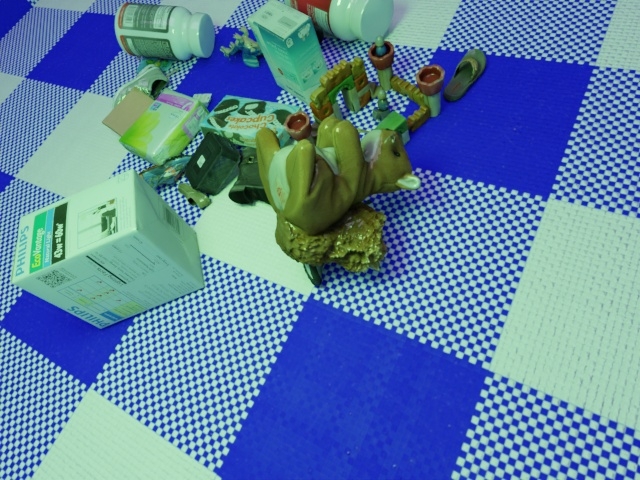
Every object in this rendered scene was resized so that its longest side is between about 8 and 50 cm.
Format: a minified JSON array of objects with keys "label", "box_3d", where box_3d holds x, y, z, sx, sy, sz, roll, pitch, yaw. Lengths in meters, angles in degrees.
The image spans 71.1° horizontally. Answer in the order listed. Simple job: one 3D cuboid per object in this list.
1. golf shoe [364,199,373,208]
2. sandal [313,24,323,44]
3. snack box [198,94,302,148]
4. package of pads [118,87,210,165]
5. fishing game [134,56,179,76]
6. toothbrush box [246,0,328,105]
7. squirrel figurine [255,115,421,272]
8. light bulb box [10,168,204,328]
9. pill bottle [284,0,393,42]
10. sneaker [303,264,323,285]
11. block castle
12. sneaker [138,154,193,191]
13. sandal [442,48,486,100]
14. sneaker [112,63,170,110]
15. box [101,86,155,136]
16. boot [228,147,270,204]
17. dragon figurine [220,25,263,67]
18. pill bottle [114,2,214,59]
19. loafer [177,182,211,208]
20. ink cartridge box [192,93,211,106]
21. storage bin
[{"label":"golf shoe","box_3d":[0.129,-0.020,1.279,0.093,0.077,0.198,19,73,10]},{"label":"sandal","box_3d":[-0.100,-0.773,1.756,0.254,0.097,0.055,1,61,30]},{"label":"snack box","box_3d":[-0.242,-0.414,1.569,0.321,0.060,0.187,16,57,23]},{"label":"package of pads","box_3d":[-0.589,-0.429,1.714,0.229,0.101,0.297,26,73,30]},{"label":"fishing game","box_3d":[-0.744,-0.791,2.001,0.189,0.041,0.264,-30,57,-3]},{"label":"toothbrush box","box_3d":[-0.098,-0.647,1.560,0.126,0.295,0.216,-43,59,-7]},{"label":"squirrel figurine","box_3d":[0.064,-0.119,1.164,0.370,0.397,0.281,-12,16,-27]},{"label":"light bulb box","box_3d":[-0.593,0.041,1.301,0.360,0.358,0.225,-22,56,4]},{"label":"pill bottle","box_3d":[0.066,-0.896,1.685,0.229,0.229,0.407,-45,59,-9]},{"label":"sneaker","box_3d":[0.000,0.000,1.288,0.107,0.100,0.272,-3,61,10]},{"label":"block castle","box_3d":[0.135,-0.412,1.403,0.453,0.213,0.303,-42,58,-7]},{"label":"sneaker","box_3d":[-0.538,-0.247,1.615,0.221,0.087,0.083,-27,27,-14]},{"label":"sandal","box_3d":[0.469,-0.550,1.461,0.090,0.060,0.219,31,75,29]},{"label":"sneaker","box_3d":[-0.748,-0.608,1.863,0.115,0.105,0.281,35,83,17]},{"label":"box","box_3d":[-0.741,-0.497,1.797,0.164,0.021,0.201,36,75,-4]},{"label":"boot","box_3d":[-0.175,-0.228,1.479,0.262,0.091,0.229,4,55,12]},{"label":"dragon figurine","box_3d":[-0.270,-0.758,1.801,0.289,0.144,0.085,24,68,7]},{"label":"pill bottle","box_3d":[-0.651,-0.879,1.897,0.362,0.210,0.210,9,64,7]},{"label":"loafer","box_3d":[-0.443,-0.153,1.538,0.148,0.056,0.050,24,66,28]},{"label":"ink cartridge box","box_3d":[-0.470,-0.558,1.788,0.083,0.028,0.048,5,64,21]},{"label":"storage bin","box_3d":[-0.368,-0.258,1.513,0.180,0.084,0.122,-50,54,19]}]
